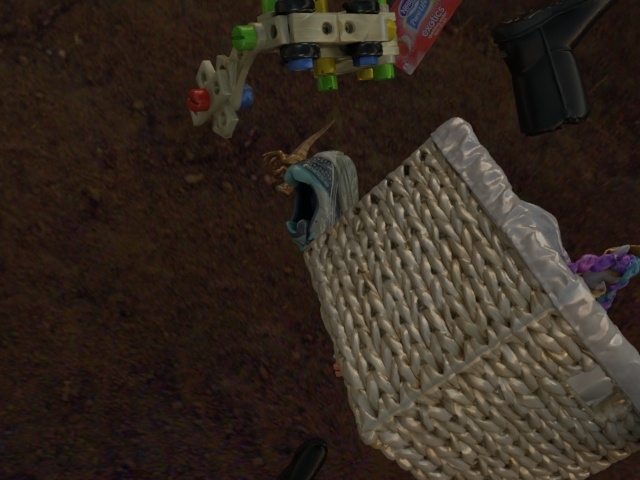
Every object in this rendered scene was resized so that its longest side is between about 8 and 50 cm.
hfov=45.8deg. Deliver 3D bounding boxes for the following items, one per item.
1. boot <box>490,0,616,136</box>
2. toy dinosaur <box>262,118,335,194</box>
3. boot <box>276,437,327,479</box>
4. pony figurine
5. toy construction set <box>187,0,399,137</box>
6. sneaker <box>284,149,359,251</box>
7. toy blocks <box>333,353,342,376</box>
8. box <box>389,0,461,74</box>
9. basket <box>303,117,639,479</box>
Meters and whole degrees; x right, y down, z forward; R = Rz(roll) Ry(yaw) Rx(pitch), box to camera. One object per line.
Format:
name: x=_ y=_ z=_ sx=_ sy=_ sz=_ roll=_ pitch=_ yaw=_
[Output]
boot: x=0.425 y=-0.311 z=1.301 sx=0.246 sy=0.094 sz=0.207 roll=-27 pitch=110 yaw=-7
toy dinosaur: x=-0.054 y=-0.168 z=1.587 sx=0.112 sy=0.064 sz=0.212 roll=12 pitch=56 yaw=20
boot: x=-0.027 y=0.351 z=1.068 sx=0.045 sy=0.099 sz=0.121 roll=30 pitch=112 yaw=-18
pony figurine: x=0.493 y=0.091 z=1.634 sx=0.350 sy=0.363 sz=0.303 roll=7 pitch=60 yaw=-9
toy construction set: x=-0.026 y=-0.253 z=1.010 sx=0.327 sy=0.215 sz=0.151 roll=-28 pitch=108 yaw=-31
sneaker: x=0.000 y=0.000 z=1.236 sx=0.122 sy=0.110 sz=0.283 roll=-14 pitch=94 yaw=-40
toy blocks: x=0.057 y=0.237 z=1.606 sx=0.054 sy=0.123 sz=0.148 roll=27 pitch=33 yaw=13
box: x=0.230 y=-0.524 z=1.732 sx=0.122 sy=0.128 sz=0.257 roll=32 pitch=111 yaw=-6
basket: x=0.186 y=0.100 z=0.898 sx=0.266 sy=0.328 sz=0.331 roll=-36 pitch=39 yaw=14
